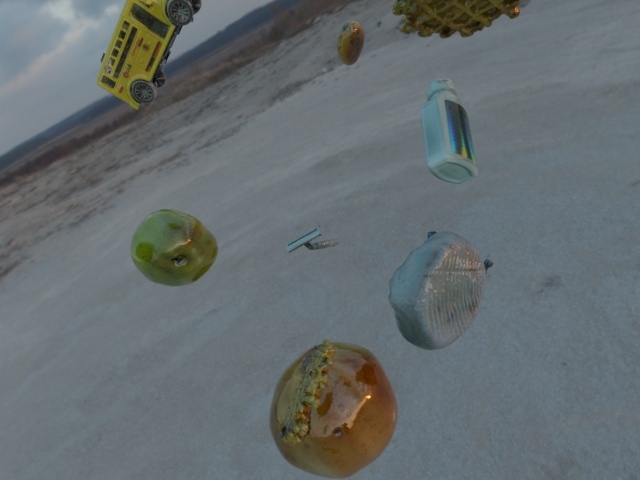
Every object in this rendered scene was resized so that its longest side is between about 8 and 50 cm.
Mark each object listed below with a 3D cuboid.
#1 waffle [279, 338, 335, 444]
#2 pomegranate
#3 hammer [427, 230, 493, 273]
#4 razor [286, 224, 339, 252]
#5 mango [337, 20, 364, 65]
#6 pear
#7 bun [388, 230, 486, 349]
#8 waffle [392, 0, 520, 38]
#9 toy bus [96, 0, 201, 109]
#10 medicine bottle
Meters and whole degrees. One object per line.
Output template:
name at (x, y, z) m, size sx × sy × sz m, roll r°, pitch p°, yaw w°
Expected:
waffle at (-0.026, 0.345, 0.931) m, size 0.051 × 0.229 × 0.232 m, roll 22°, pitch 52°, yaw 0°
pomegranate at (0.043, 0.536, 1.287) m, size 0.416 × 0.417 × 0.417 m, roll -22°, pitch 30°, yaw 13°
hammer at (0.525, 0.058, 1.591) m, size 0.290 × 0.037 × 0.137 m, roll 47°, pitch 114°, yaw 40°
razor at (0.003, 0.007, 0.926) m, size 0.084 × 0.036 × 0.211 m, roll -28°, pitch -12°, yaw 18°
mango at (0.077, -0.498, 1.026) m, size 0.057 × 0.114 × 0.079 m, roll 40°, pitch 72°, yaw 21°
pear at (-0.162, 0.009, 0.446) m, size 0.092 × 0.092 × 0.097 m, roll -40°, pitch 5°, yaw -19°
bun at (0.343, 0.143, 1.215) m, size 0.354 × 0.355 × 0.194 m, roll -42°, pitch 33°, yaw -22°
waffle at (0.279, -0.467, 0.759) m, size 0.292 × 0.069 × 0.260 m, roll -6°, pitch -8°, yaw -1°
toy bus at (-0.420, -0.501, 0.991) m, size 0.330 × 0.152 × 0.144 m, roll -48°, pitch 29°, yaw 28°
medicine bottle at (0.277, -0.247, 0.887) m, size 0.083 × 0.121 × 0.229 m, roll -25°, pitch 57°, yaw 48°
